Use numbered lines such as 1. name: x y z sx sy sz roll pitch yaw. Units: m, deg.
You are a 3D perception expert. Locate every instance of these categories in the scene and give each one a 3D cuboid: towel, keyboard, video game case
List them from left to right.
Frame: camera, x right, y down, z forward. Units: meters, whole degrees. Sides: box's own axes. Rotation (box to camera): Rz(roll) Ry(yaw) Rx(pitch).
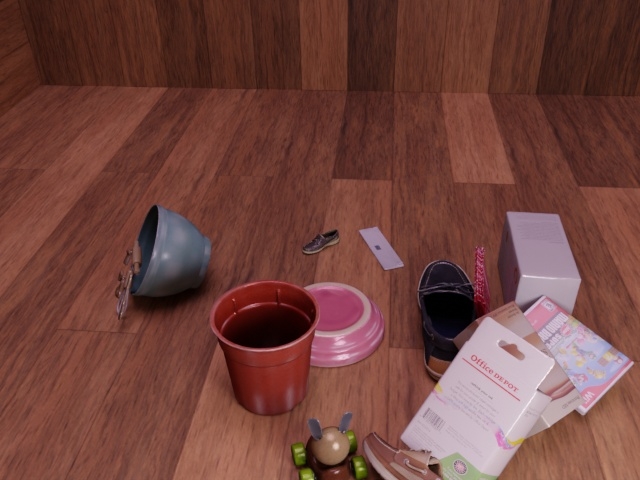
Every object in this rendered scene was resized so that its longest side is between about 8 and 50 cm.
1. keyboard: 0.210 0.025 2.288 0.072 0.014 0.256 -15 36 -11
2. towel: 0.478 0.170 1.897 0.031 0.199 0.275 -7 32 18
3. video game case: 0.637 0.293 1.715 0.204 0.025 0.285 -36 57 -20

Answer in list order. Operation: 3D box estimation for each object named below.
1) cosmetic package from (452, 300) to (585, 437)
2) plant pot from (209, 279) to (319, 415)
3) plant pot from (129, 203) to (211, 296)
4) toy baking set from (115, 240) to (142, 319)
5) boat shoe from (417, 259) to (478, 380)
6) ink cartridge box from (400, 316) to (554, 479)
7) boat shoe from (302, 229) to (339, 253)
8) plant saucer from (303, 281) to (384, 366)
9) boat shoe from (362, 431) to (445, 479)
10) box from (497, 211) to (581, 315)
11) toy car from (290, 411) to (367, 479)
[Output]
1. cosmetic package: 0.488 0.320 1.617 0.153 0.129 0.296 -21 68 -31
2. plant pot: -0.135 0.288 1.679 0.272 0.265 0.272 -1 33 0
3. plant pot: -0.467 0.050 2.068 0.196 0.293 0.293 15 27 -25
4. toy baking set: -0.593 0.125 2.018 0.030 0.197 0.256 15 24 -25
5. boat shoe: 0.376 0.192 1.906 0.187 0.156 0.500 2 33 9
6. ink cartridge box: 0.371 0.376 1.479 0.207 0.119 0.353 37 93 42
7. boat shoe: 0.000 0.000 2.294 0.152 0.049 0.056 -25 41 -31
8. plant saucer: 0.024 0.230 1.924 0.332 0.084 0.332 -1 34 1
9. boat shoe: 0.213 0.512 1.404 0.116 0.123 0.324 -45 39 -9
10. box: 0.654 0.092 1.987 0.168 0.215 0.345 3 35 6
11. toy car: 0.018 0.459 1.487 0.155 0.188 0.149 -10 35 -12
